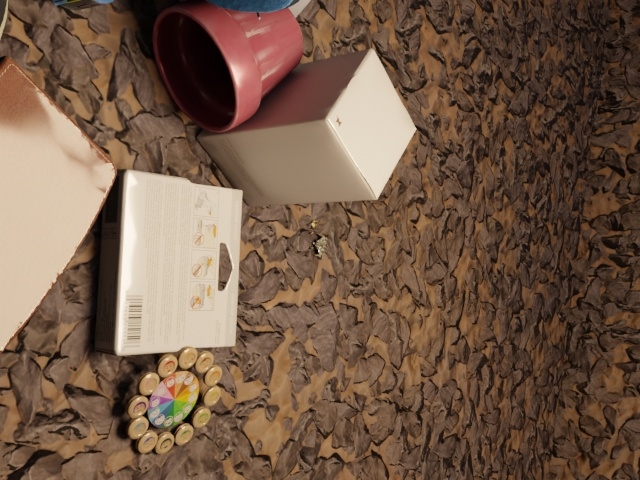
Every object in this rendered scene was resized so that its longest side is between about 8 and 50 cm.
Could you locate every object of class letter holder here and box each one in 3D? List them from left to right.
[{"bbox_3d":[-0.418,-0.032,0.882,0.214,0.152,0.301,50,54,-40],"label":"letter holder"}]

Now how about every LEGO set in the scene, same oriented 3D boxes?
[{"bbox_3d":[-0.002,0.000,1.469,0.054,0.023,0.083,-50,126,-37],"label":"LEGO set"}]

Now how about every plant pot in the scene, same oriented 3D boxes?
[{"bbox_3d":[-0.133,-0.298,1.162,0.180,0.201,0.201,-36,116,-33],"label":"plant pot"}]

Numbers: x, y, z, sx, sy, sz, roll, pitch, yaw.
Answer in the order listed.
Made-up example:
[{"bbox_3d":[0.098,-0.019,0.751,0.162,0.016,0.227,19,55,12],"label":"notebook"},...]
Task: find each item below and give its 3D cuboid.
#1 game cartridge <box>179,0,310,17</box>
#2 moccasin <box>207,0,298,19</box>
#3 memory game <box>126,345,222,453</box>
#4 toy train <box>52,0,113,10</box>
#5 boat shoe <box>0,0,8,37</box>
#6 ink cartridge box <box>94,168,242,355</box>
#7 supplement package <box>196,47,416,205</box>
[{"bbox_3d":[-0.090,-0.455,1.217,0.297,0.062,0.198,-45,136,16],"label":"game cartridge"},{"bbox_3d":[-0.158,-0.421,1.055,0.117,0.342,0.137,-36,146,-54],"label":"moccasin"},{"bbox_3d":[-0.228,0.255,1.162,0.186,0.012,0.186,-24,125,-40],"label":"memory game"},{"bbox_3d":[-0.295,-0.384,1.013,0.080,0.184,0.105,-50,131,-69],"label":"toy train"},{"bbox_3d":[-0.408,-0.339,0.802,0.187,0.156,0.500,20,55,-10],"label":"boat shoe"},{"bbox_3d":[-0.234,0.038,1.166,0.239,0.060,0.275,6,86,-51],"label":"ink cartridge box"},{"bbox_3d":[-0.024,-0.180,1.238,0.175,0.293,0.177,55,52,-34],"label":"supplement package"}]
